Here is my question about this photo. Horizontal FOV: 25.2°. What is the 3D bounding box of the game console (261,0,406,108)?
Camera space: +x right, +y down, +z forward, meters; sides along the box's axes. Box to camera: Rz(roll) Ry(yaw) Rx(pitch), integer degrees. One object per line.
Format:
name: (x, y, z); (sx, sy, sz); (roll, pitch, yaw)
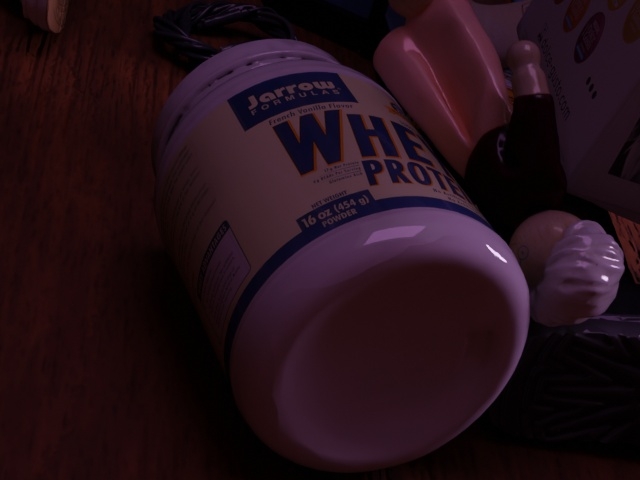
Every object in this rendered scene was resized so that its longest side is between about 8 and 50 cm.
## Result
game console: (0.047, -0.340, 1.679); (0.173, 0.293, 0.250); (9, 32, -12)

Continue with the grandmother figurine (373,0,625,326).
grandmother figurine: (0.146, -0.066, 1.187); (0.104, 0.208, 0.342); (-17, 53, -11)

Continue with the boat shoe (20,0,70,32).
boat shoe: (-0.326, -0.307, 1.625); (0.096, 0.098, 0.277); (12, 21, -10)

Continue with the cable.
cable: (-0.109, -0.238, 1.684); (0.150, 0.047, 0.184); (28, 34, 25)

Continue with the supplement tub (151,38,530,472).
supplement tub: (0.000, 0.000, 1.153); (0.235, 0.235, 0.325); (2, 34, -26)

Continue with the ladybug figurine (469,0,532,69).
ladybug figurine: (0.295, -0.280, 1.789); (0.305, 0.162, 0.449); (-17, 28, 16)

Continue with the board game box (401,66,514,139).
board game box: (0.199, -0.122, 1.418); (0.136, 0.030, 0.260); (32, 30, 23)

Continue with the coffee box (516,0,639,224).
coffee box: (0.425, -0.195, 1.325); (0.338, 0.334, 0.337); (22, 30, -15)

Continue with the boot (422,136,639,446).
boot: (0.277, 0.023, 1.381); (0.367, 0.146, 0.445); (12, 26, -14)
